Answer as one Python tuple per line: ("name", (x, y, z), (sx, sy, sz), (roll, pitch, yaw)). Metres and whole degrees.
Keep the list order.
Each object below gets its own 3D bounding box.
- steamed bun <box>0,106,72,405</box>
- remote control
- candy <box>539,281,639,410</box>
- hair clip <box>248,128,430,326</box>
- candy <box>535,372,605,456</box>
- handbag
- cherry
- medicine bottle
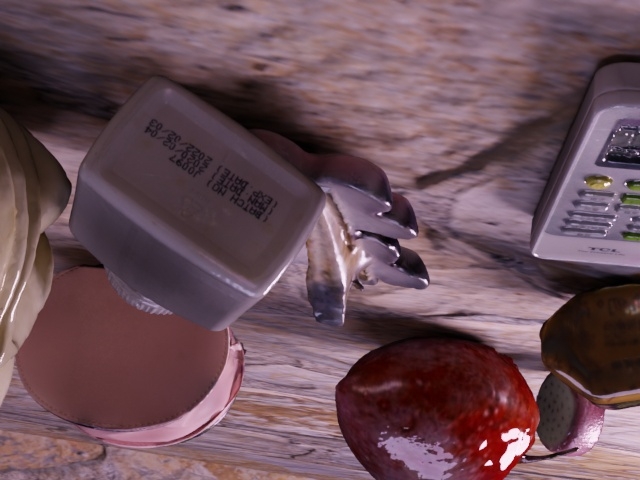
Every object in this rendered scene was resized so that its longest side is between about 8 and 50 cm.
("steamed bun", (-0.271, 0.020, 0.645), (0.203, 0.276, 0.289), (2, 139, -25))
("remote control", (0.198, -0.037, 0.637), (0.103, 0.034, 0.250), (5, 160, 4))
("candy", (0.319, 0.081, 0.844), (0.271, 0.101, 0.143), (-9, 162, 24))
("hair clip", (0.003, -0.007, 0.743), (0.146, 0.075, 0.257), (18, 157, 17))
("candy", (0.286, 0.197, 1.172), (0.043, 0.103, 0.103), (13, 160, -18))
("handbag", (-0.176, 0.109, 0.973), (0.205, 0.179, 0.116), (6, 154, -1))
("cherry", (0.118, 0.188, 1.095), (0.250, 0.175, 0.192), (19, 148, -28))
("medicine bottle", (-0.089, -0.010, 0.654), (0.132, 0.088, 0.188), (35, 159, -6))
